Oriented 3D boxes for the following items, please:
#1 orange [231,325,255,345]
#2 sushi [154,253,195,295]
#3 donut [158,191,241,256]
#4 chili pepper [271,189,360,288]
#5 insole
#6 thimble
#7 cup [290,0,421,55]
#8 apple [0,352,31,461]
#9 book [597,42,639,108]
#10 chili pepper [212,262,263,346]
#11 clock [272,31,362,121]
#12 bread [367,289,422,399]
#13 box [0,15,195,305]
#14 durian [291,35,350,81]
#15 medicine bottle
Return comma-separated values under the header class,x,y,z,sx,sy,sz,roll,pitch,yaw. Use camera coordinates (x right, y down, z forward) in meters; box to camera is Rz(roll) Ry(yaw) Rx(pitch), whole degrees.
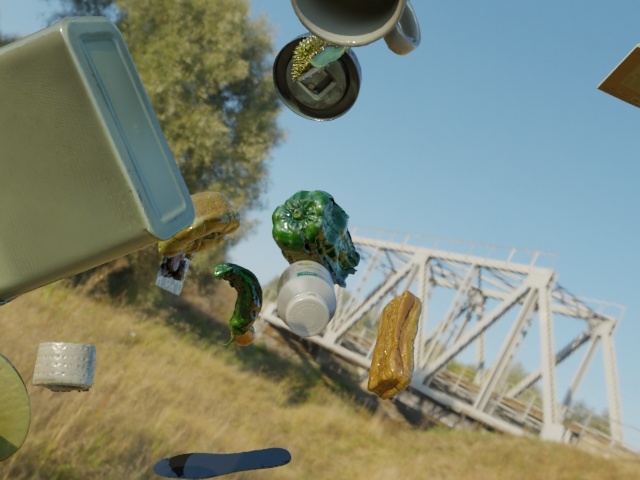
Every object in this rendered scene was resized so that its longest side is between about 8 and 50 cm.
class,x,y,z,sx,sy,sz,roll,pitch,yaw
orange,-0.254,0.306,2.354,0.084,0.083,0.083,29,-9,5
sushi,-0.449,0.077,2.325,0.043,0.192,0.279,14,-10,8
donut,-0.350,-0.051,2.053,0.128,0.208,0.261,60,28,10
chili pepper,-0.010,0.004,1.893,0.168,0.213,0.385,7,-21,25
insole,-0.246,0.564,1.812,0.349,0.009,0.119,-2,16,-14
thimble,-0.506,0.251,1.421,0.115,0.090,0.102,-9,-20,27
cup,0.108,-0.521,1.449,0.227,0.257,0.301,-28,-64,39
apple,-0.654,0.313,1.234,0.254,0.292,0.292,57,-17,-16
book,0.698,-0.354,1.562,0.118,0.012,0.172,25,-20,0
chili pepper,-0.197,0.160,1.749,0.065,0.122,0.278,-116,-159,-50
clock,-0.010,-0.575,2.516,0.319,0.066,0.318,9,-51,12
bread,0.182,0.256,1.754,0.077,0.271,0.139,30,-47,-16
box,-0.417,-0.113,1.079,0.177,0.344,0.351,-50,121,-67
durian,-0.015,-0.503,1.943,0.137,0.221,0.095,-21,-83,42
medicine bottle,-0.032,0.135,1.618,0.135,0.135,0.215,31,12,-10
